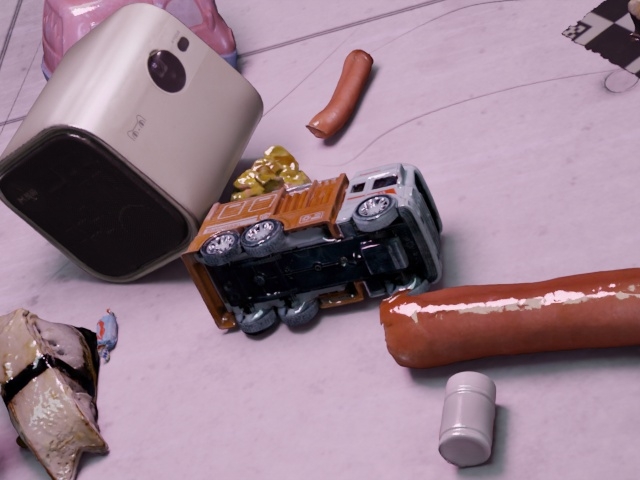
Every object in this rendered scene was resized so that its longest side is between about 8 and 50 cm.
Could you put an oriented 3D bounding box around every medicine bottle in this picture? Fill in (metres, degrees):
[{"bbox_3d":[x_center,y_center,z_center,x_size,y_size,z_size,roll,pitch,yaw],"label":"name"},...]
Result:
[{"bbox_3d":[0.158,0.191,1.614,0.057,0.057,0.089,-9,44,21],"label":"medicine bottle"}]

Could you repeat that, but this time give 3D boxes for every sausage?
[{"bbox_3d":[0.267,0.082,1.646,0.419,0.094,0.094,-6,83,24],"label":"sausage"},{"bbox_3d":[0.031,-0.205,2.123,0.040,0.047,0.177,-14,38,41],"label":"sausage"}]

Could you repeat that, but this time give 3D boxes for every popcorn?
[{"bbox_3d":[-0.071,-0.067,2.006,0.109,0.089,0.097,-37,29,-7],"label":"popcorn"}]

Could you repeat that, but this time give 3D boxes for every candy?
[{"bbox_3d":[-0.278,0.119,1.958,0.020,0.030,0.083,-21,43,20],"label":"candy"}]

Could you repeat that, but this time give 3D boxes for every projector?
[{"bbox_3d":[-0.256,-0.126,2.010,0.248,0.248,0.249,-26,31,46],"label":"projector"}]

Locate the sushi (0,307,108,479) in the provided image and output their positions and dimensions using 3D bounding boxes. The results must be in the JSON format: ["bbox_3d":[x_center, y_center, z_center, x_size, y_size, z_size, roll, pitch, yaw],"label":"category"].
[{"bbox_3d":[-0.348,0.185,1.862,0.134,0.109,0.273,-23,39,5],"label":"sushi"}]

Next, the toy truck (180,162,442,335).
[{"bbox_3d":[0.000,0.000,1.853,0.305,0.136,0.162,-12,32,21],"label":"toy truck"}]

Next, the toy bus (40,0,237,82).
[{"bbox_3d":[-0.275,-0.321,2.248,0.294,0.232,0.197,-16,35,-18],"label":"toy bus"}]

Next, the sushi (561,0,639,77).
[{"bbox_3d":[0.527,-0.362,1.973,0.373,0.100,0.296,-35,40,-10],"label":"sushi"}]
